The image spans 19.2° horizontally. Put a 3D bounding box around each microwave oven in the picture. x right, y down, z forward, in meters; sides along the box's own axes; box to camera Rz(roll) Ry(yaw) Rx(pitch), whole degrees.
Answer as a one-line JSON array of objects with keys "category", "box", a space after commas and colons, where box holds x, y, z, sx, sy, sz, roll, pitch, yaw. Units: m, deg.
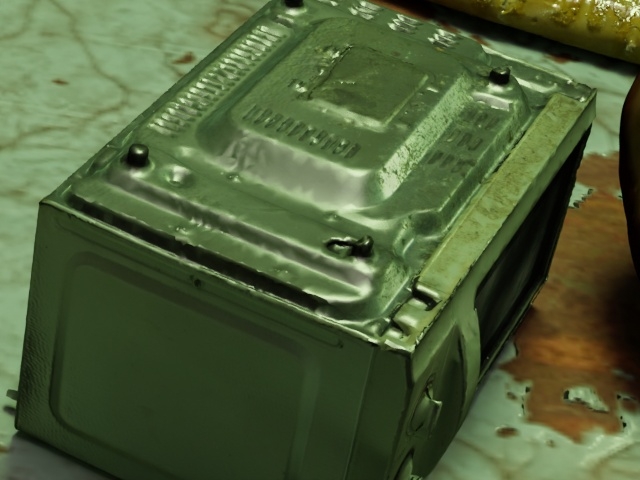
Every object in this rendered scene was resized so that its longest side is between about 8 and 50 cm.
[{"category": "microwave oven", "box": [0.000, 0.000, 0.723, 0.163, 0.129, 0.205, 23, 37, 12]}]

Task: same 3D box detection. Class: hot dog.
[{"category": "hot dog", "box": [0.109, -0.139, 1.002, 0.216, 0.047, 0.066, 18, 40, 8]}]

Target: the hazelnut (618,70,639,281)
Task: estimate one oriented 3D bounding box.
[{"category": "hazelnut", "box": [0.233, -0.018, 0.784, 0.208, 0.208, 0.208, 8, 37, -6]}]
